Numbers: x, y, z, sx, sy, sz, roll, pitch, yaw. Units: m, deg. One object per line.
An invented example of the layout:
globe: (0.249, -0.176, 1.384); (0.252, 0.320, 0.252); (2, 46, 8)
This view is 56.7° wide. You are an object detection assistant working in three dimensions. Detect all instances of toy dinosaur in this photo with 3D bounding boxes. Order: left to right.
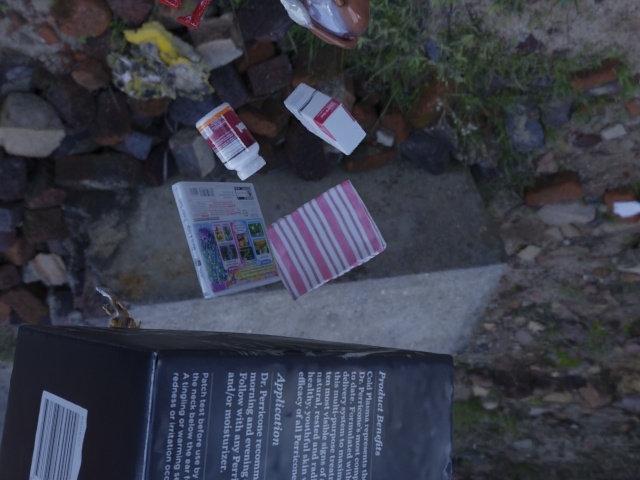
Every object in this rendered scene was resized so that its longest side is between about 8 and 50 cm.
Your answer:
toy dinosaur: (-0.425, 0.189, 1.295); (0.064, 0.211, 0.112); (-19, -170, -20)

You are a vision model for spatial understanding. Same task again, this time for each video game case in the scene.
video game case: (-0.115, -0.005, 0.761); (0.019, 0.143, 0.157); (-19, 176, 26)

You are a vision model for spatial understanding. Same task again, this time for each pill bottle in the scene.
pill bottle: (-0.186, -0.207, 1.255); (0.086, 0.086, 0.152); (-24, 107, 42)

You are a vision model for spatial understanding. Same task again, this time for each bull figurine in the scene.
bull figurine: (-0.025, -0.372, 0.672); (0.101, 0.310, 0.188); (-23, 174, 26)

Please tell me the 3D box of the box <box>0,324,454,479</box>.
box: (-0.143, 0.283, 0.854); (0.472, 0.297, 0.480); (12, 169, -40)

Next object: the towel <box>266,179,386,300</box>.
towel: (0.000, 0.000, 1.049); (0.197, 0.144, 0.029); (-30, 176, 8)

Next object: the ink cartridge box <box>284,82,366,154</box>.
ink cartridge box: (0.008, -0.257, 1.246); (0.150, 0.063, 0.109); (41, 180, 43)

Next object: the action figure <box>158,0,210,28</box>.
action figure: (-0.186, -0.489, 0.934); (0.139, 0.280, 0.091); (30, 178, 25)
